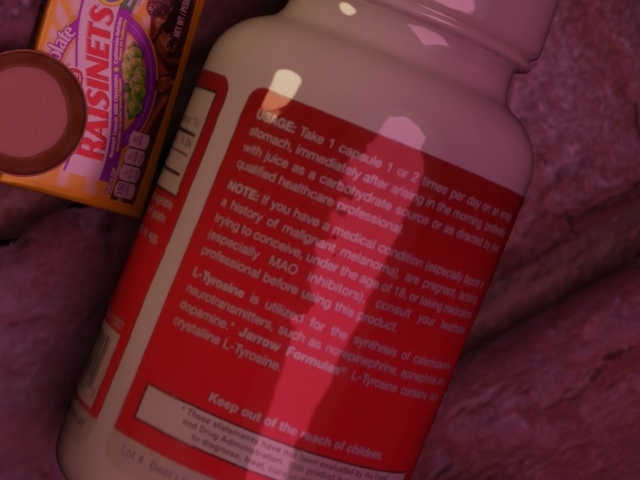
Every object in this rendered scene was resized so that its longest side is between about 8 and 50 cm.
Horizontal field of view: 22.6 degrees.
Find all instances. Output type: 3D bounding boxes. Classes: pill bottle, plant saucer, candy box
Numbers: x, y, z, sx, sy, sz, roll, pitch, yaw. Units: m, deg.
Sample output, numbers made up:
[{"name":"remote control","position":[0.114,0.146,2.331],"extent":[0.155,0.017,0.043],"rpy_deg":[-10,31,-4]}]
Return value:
[{"name":"pill bottle","position":[0.000,0.000,1.054],"extent":[0.229,0.229,0.408],"rpy_deg":[21,93,-24]},{"name":"plant saucer","position":[-0.195,-0.084,1.050],"extent":[0.083,0.015,0.083],"rpy_deg":[-3,100,-15]},{"name":"candy box","position":[-0.143,-0.125,1.082],"extent":[0.105,0.027,0.206],"rpy_deg":[15,95,-19]}]
